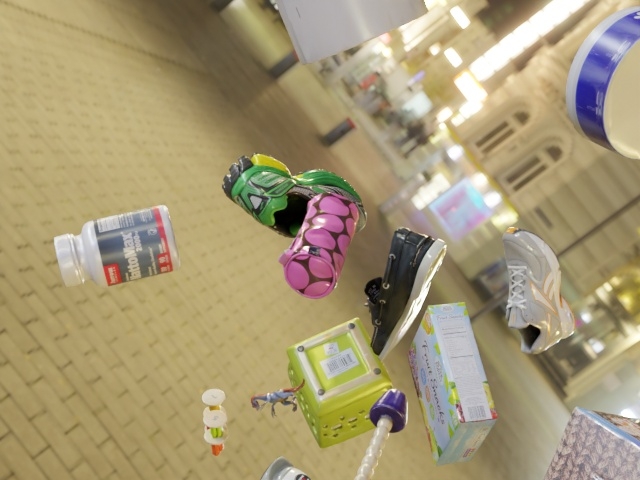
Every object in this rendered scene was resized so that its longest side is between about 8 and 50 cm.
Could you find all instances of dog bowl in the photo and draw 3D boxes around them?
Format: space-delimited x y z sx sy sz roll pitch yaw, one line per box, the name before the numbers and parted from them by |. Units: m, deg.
dog bowl | 0.586 -0.287 1.875 0.265 0.265 0.104 46 -2 -38

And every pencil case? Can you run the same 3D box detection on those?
pencil case | 0.000 0.000 1.656 0.098 0.095 0.209 24 31 -1

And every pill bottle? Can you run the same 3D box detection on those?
pill bottle | -0.319 0.015 1.606 0.108 0.180 0.108 166 -90 -80

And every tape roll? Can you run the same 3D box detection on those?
tape roll | 0.046 -0.429 1.783 0.246 0.246 0.169 -88 156 -77

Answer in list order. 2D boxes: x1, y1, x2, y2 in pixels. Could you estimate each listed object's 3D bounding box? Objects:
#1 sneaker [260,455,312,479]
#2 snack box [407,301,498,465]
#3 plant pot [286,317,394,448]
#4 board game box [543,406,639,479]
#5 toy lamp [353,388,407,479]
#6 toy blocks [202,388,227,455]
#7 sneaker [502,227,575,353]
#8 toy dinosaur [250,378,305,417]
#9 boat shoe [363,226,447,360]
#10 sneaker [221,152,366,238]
sneaker | -0.056 0.554 1.892 0.146 0.330 0.122 27 44 18
snack box | 0.208 0.231 1.646 0.174 0.070 0.207 104 -23 -56
plant pot | 0.050 0.333 2.465 0.207 0.228 0.227 79 -14 -58
board game box | 0.514 0.370 1.486 0.291 0.141 0.232 15 10 -36
toy lamp | 0.108 0.394 1.964 0.080 0.080 0.274 50 37 -18
toy blocks | -0.234 0.426 2.287 0.123 0.054 0.148 -103 -169 -55
sneaker | 0.393 0.102 1.933 0.099 0.121 0.262 8 -51 57
toy dinosaur | -0.079 0.278 1.800 0.082 0.090 0.047 14 -39 26
boat shoe | 0.141 0.103 2.002 0.113 0.127 0.340 32 -38 13
sneaker | -0.029 -0.049 1.901 0.343 0.134 0.146 10 34 -49
